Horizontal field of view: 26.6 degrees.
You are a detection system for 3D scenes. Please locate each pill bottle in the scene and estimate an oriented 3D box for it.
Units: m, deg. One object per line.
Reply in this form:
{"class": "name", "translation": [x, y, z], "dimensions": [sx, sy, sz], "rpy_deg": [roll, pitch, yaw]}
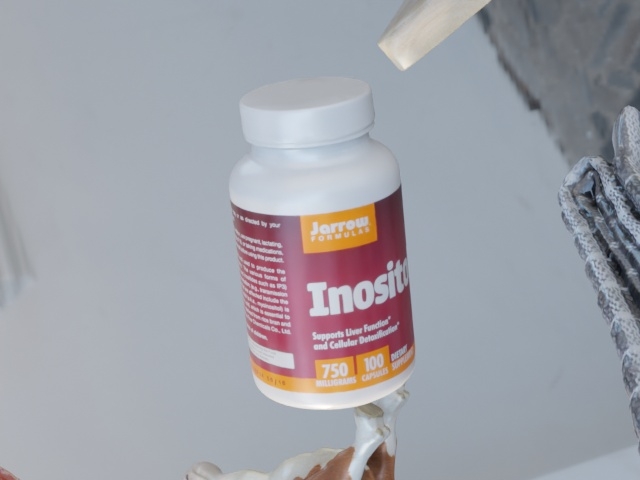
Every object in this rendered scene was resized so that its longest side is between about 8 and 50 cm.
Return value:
{"class": "pill bottle", "translation": [0.000, 0.000, 0.674], "dimensions": [0.086, 0.086, 0.152], "rpy_deg": [-146, 45, -61]}

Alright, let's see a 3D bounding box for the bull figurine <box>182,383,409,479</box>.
{"class": "bull figurine", "translation": [0.039, 0.207, 0.903], "dimensions": [0.310, 0.101, 0.188], "rpy_deg": [35, 115, 33]}

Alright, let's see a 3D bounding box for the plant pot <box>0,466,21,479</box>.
{"class": "plant pot", "translation": [-0.325, 0.371, 1.130], "dimensions": [0.272, 0.265, 0.272], "rpy_deg": [33, 141, 31]}

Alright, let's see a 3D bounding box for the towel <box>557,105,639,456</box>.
{"class": "towel", "translation": [0.208, 0.081, 0.473], "dimensions": [0.121, 0.235, 0.283], "rpy_deg": [-45, 29, 22]}

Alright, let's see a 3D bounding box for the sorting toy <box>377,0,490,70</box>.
{"class": "sorting toy", "translation": [0.137, -0.255, 0.814], "dimensions": [0.089, 0.257, 0.255], "rpy_deg": [45, 124, -11]}
